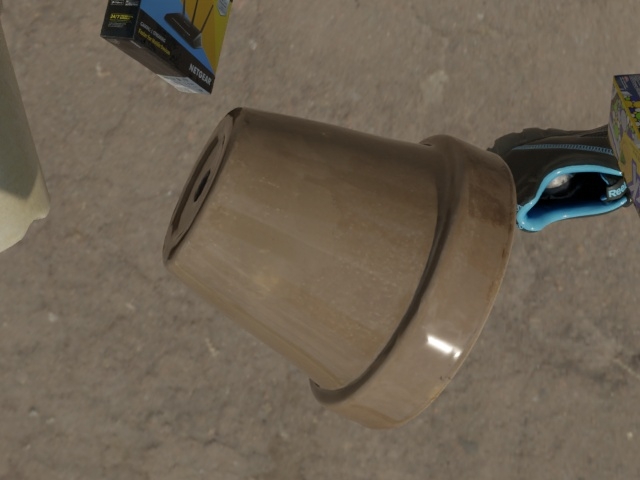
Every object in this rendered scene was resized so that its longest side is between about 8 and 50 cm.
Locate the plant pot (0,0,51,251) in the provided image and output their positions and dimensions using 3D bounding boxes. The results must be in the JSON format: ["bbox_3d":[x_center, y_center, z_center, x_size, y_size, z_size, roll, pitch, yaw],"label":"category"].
[{"bbox_3d":[-0.474,-0.132,1.202,0.334,0.333,0.305,-9,116,18],"label":"plant pot"}]

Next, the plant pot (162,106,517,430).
[{"bbox_3d":[0.000,0.000,0.875,0.229,0.263,0.263,25,124,-17],"label":"plant pot"}]

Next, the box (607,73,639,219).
[{"bbox_3d":[0.248,-0.050,0.728,0.054,0.168,0.059,-5,130,3],"label":"box"}]

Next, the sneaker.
[{"bbox_3d":[0.366,-0.088,1.215,0.341,0.139,0.125,-19,119,6],"label":"sneaker"}]

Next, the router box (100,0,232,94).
[{"bbox_3d":[-0.160,-0.248,1.114,0.046,0.179,0.133,9,83,21],"label":"router box"}]
